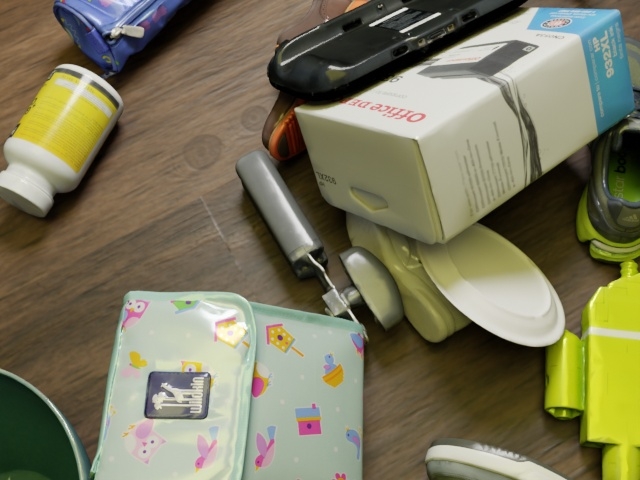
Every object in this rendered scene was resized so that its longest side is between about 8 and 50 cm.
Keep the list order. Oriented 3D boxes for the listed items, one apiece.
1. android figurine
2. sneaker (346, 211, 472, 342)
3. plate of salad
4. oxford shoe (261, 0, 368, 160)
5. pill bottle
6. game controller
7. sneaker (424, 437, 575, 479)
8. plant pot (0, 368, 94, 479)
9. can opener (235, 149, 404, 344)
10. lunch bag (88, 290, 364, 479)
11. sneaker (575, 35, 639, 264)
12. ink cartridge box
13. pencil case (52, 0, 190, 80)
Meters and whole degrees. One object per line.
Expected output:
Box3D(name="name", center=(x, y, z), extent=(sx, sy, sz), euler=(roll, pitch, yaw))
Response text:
Box3D(name="android figurine", center=(0.375, 0.150, 0.916), extent=(0.248, 0.056, 0.273), euler=(4, 68, 6))
Box3D(name="sneaker", center=(0.112, 0.019, 0.992), extent=(0.094, 0.080, 0.212), euler=(-25, 69, -24))
Box3D(name="plate of salad", center=(0.187, 0.047, 0.932), extent=(0.199, 0.048, 0.200), euler=(23, 34, -17))
Box3D(name="oxford shoe", center=(-0.022, -0.217, 1.089), extent=(0.098, 0.097, 0.271), euler=(19, 59, 16))
Box3D(name="pill bottle", center=(-0.339, -0.126, 1.061), extent=(0.103, 0.103, 0.184), euler=(21, 69, 13))
Box3D(name="game controller", center=(0.093, -0.250, 0.983), extent=(0.319, 0.067, 0.166), euler=(-30, 38, -15))
Box3D(name="sneaker", center=(0.215, 0.334, 0.818), extent=(0.295, 0.124, 0.178), euler=(25, 61, 13))
Box3D(name="plant pot", center=(-0.349, 0.289, 0.833), extent=(0.290, 0.195, 0.290), euler=(-1, 67, 3))
Box3D(name="can opener", center=(0.000, 0.000, 0.996), extent=(0.095, 0.076, 0.283), euler=(-29, 66, -5))
Box3D(name="lunch bag", center=(-0.092, 0.176, 0.832), extent=(0.262, 0.160, 0.224), euler=(18, 62, -29))
Box3D(name="sneaker", center=(0.376, -0.128, 0.999), extent=(0.111, 0.121, 0.300), euler=(5, 67, 6))
Box3D(name="ink cartridge box", center=(0.161, -0.147, 0.936), extent=(0.307, 0.129, 0.223), euler=(-33, 31, -23))
Box3D(name="pencil case", center=(-0.220, -0.361, 1.143), extent=(0.306, 0.119, 0.133), euler=(-43, 41, -13))
